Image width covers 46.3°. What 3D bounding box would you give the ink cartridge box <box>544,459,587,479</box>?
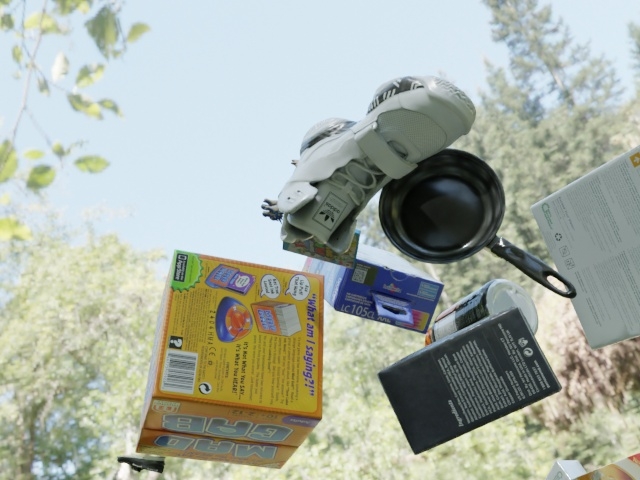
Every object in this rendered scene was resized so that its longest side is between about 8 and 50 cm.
[{"bbox_3d":[0.511,0.586,1.384,0.065,0.333,0.166,8,-61,-21],"label":"ink cartridge box"}]

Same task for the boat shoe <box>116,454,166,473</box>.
[{"bbox_3d":[-0.411,0.511,1.708,0.125,0.038,0.046,-1,-17,15],"label":"boat shoe"}]

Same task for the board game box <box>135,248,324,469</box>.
[{"bbox_3d":[-0.209,0.287,1.737,0.356,0.357,0.356,11,-36,-13],"label":"board game box"}]

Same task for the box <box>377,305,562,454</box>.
[{"bbox_3d":[0.158,0.142,0.793,0.158,0.093,0.156,-28,-11,9],"label":"box"}]

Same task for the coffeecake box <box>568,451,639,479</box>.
[{"bbox_3d":[0.514,0.435,1.228,0.068,0.142,0.185,-5,-28,-30],"label":"coffeecake box"}]

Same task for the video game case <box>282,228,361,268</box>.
[{"bbox_3d":[0.000,0.000,1.618,0.166,0.015,0.119,15,-40,7],"label":"video game case"}]

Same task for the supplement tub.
[{"bbox_3d":[0.268,0.153,1.277,0.116,0.117,0.190,-2,-26,-31],"label":"supplement tub"}]

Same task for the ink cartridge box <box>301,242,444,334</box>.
[{"bbox_3d":[0.136,0.111,1.952,0.269,0.151,0.395,16,5,-19],"label":"ink cartridge box"}]

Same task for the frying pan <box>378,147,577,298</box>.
[{"bbox_3d":[0.248,-0.037,1.152,0.326,0.197,0.053,15,-16,19],"label":"frying pan"}]

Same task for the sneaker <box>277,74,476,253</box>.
[{"bbox_3d":[0.067,-0.099,1.109,0.137,0.210,0.365,37,-27,-25],"label":"sneaker"}]

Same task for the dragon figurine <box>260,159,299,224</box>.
[{"bbox_3d":[-0.007,-0.117,1.801,0.289,0.085,0.144,-6,-51,-22],"label":"dragon figurine"}]

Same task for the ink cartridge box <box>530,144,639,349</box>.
[{"bbox_3d":[0.594,0.014,1.432,0.071,0.324,0.330,-10,-16,-34],"label":"ink cartridge box"}]
